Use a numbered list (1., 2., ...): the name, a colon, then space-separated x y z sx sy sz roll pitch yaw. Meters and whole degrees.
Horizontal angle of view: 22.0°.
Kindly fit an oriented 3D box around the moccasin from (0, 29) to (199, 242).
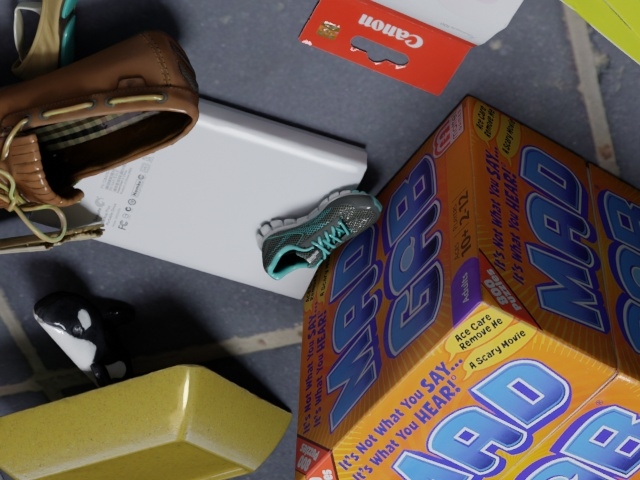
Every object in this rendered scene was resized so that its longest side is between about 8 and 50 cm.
1. moccasin: -0.305 -0.092 1.813 0.380 0.147 0.139 -20 143 8

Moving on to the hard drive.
1. hard drive: -0.149 -0.066 1.974 0.353 0.047 0.233 17 130 -12

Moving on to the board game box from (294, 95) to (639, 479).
1. board game box: 0.217 0.130 1.925 0.356 0.356 0.356 27 127 -20

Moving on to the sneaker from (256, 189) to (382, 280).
1. sneaker: 0.000 0.000 1.943 0.166 0.076 0.065 -26 126 22

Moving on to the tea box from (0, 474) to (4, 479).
1. tea box: -0.581 0.387 2.205 0.220 0.323 0.329 -8 131 9

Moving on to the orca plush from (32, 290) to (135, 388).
1. orca plush: -0.265 0.139 2.125 0.102 0.151 0.287 -41 128 -8

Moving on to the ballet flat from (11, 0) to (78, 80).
1. ballet flat: -0.296 -0.257 1.793 0.073 0.080 0.232 20 130 0

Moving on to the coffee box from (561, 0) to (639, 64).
1. coffee box: 0.293 -0.390 1.410 0.337 0.334 0.338 -41 132 21

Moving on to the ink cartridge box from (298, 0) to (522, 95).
1. ink cartridge box: 0.106 -0.259 1.790 0.189 0.066 0.232 20 125 -15

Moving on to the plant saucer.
1. plant saucer: -0.239 0.274 2.157 0.332 0.081 0.333 -17 156 16

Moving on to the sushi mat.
1. sushi mat: -0.424 0.013 1.964 0.316 0.151 0.019 -7 93 22
